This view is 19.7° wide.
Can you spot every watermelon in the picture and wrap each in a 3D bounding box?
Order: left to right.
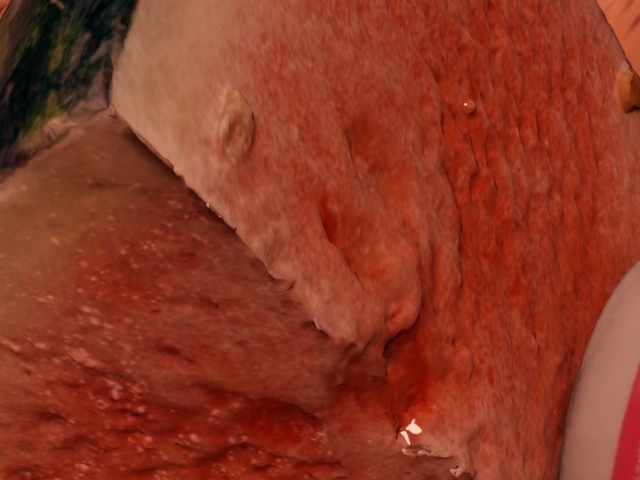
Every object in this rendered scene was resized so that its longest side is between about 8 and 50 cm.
[{"bbox_3d":[0.000,0.000,0.482,0.201,0.261,0.213,23,56,-2],"label":"watermelon"}]

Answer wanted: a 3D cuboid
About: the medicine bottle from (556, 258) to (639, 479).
[{"bbox_3d":[0.170,0.066,0.432,0.217,0.090,0.090,14,59,24],"label":"medicine bottle"}]
